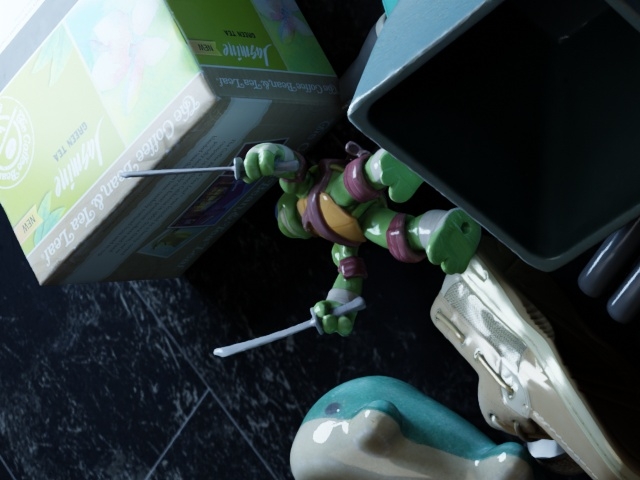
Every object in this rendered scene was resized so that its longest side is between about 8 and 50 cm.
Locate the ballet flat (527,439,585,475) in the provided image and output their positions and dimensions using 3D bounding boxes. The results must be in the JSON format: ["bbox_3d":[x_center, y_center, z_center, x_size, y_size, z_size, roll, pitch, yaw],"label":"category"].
[{"bbox_3d":[0.304,0.170,1.585,0.250,0.058,0.084,-19,44,34],"label":"ballet flat"}]

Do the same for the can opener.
[{"bbox_3d":[0.321,-0.046,1.538,0.074,0.093,0.280,45,120,22],"label":"can opener"}]

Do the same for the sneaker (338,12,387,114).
[{"bbox_3d":[0.108,-0.112,1.735,0.222,0.083,0.118,60,141,17],"label":"sneaker"}]

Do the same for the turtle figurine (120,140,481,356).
[{"bbox_3d":[0.000,0.000,1.680,0.266,0.274,0.198,-10,87,52],"label":"turtle figurine"}]

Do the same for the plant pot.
[{"bbox_3d":[0.207,-0.178,1.514,0.248,0.247,0.252,-36,27,35],"label":"plant pot"}]

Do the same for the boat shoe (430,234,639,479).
[{"bbox_3d":[0.206,0.131,1.587,0.110,0.121,0.341,-57,35,20],"label":"boat shoe"}]

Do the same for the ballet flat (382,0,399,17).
[{"bbox_3d":[0.091,-0.316,1.699,0.116,0.124,0.342,-48,61,55],"label":"ballet flat"}]

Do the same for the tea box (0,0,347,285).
[{"bbox_3d":[-0.198,-0.173,1.887,0.329,0.220,0.323,-44,65,32],"label":"tea box"}]

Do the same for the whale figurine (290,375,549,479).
[{"bbox_3d":[0.106,0.206,1.690,0.272,0.216,0.141,-3,49,37],"label":"whale figurine"}]
